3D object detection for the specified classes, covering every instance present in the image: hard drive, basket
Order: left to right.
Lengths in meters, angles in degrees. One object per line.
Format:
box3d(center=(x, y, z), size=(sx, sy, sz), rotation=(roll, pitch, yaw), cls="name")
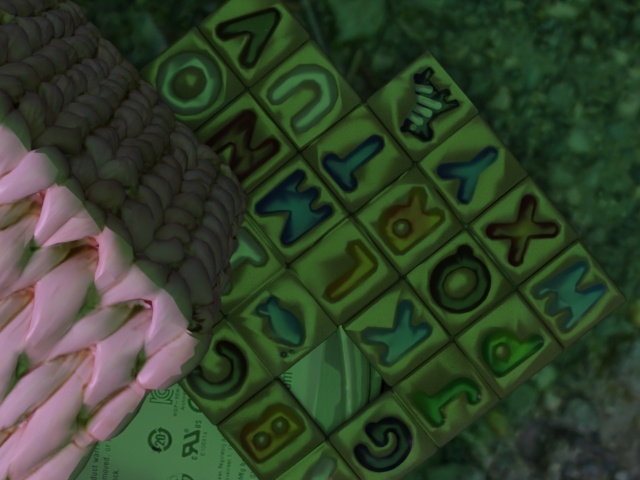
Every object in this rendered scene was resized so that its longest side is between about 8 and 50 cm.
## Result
box3d(center=(-0.223, 0.015, 0.785), size=(0.328, 0.331, 0.266), rotation=(-44, 97, 7), cls="basket")
box3d(center=(-0.138, 0.078, 0.997), size=(0.339, 0.064, 0.237), rotation=(7, 99, -2), cls="hard drive")

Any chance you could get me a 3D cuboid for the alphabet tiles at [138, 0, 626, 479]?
box3d(center=(0.000, 0.000, 0.952), size=(0.198, 0.009, 0.237), rotation=(-39, 99, 4), cls="alphabet tiles")
